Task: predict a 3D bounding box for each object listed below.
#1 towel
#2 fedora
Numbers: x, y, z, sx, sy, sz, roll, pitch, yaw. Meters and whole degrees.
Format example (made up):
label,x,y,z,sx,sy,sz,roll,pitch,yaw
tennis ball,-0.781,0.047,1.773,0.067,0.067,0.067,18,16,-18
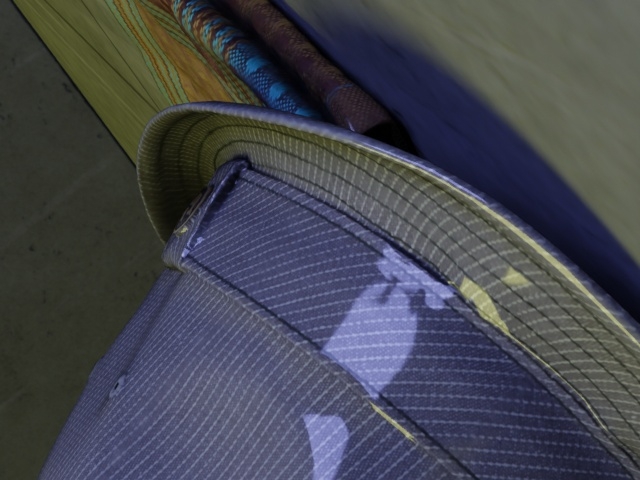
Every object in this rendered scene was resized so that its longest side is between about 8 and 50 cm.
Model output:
label,x,y,z,sx,sy,sz,roll,pitch,yaw
towel,0.000,0.000,0.678,0.271,0.040,0.370,46,172,39
fedora,0.006,0.082,0.468,0.243,0.124,0.275,49,167,-20
